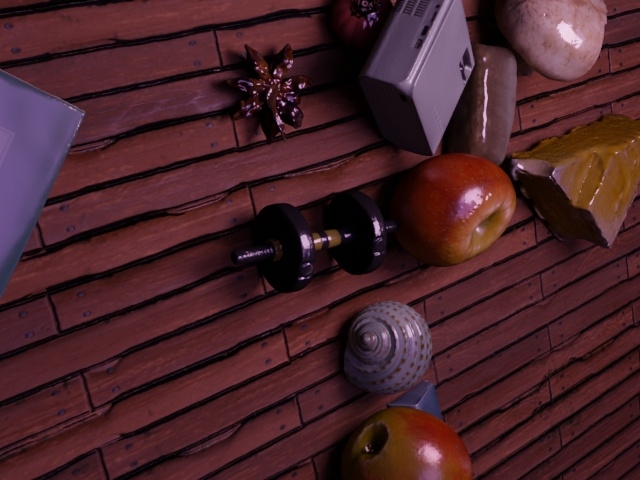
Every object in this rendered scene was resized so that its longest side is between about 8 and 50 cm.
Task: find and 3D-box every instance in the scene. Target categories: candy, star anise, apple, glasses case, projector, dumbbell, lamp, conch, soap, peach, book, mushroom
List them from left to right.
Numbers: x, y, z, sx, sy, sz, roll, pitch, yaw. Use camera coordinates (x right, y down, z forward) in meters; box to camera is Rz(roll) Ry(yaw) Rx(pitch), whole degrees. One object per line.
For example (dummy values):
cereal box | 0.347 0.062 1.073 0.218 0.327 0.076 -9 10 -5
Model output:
book | -0.485 -0.054 0.970 0.264 0.031 0.379 29 78 -35
star anise | -0.080 -0.238 1.230 0.168 0.057 0.167 4 84 -35
dumbbell | 0.000 0.000 1.259 0.326 0.143 0.143 -12 102 -34
lamp | 0.071 -0.373 1.297 0.108 0.092 0.107 0 77 -1
conch | 0.137 0.197 1.390 0.200 0.131 0.172 14 87 -35
peach | 0.152 0.412 1.375 0.231 0.231 0.230 -5 98 -36
projector | 0.166 -0.288 1.312 0.198 0.108 0.250 -64 156 -11
glasses case | 0.216 0.416 1.520 0.105 0.056 0.266 -26 110 -30
apple | 0.234 -0.061 1.399 0.235 0.173 0.210 0 124 -49
candy | 0.304 -0.253 1.476 0.104 0.102 0.233 -3 96 -36
mushroom | 0.414 -0.425 1.490 0.189 0.195 0.253 27 46 -24
soap | 0.563 -0.201 1.631 0.304 0.169 0.338 43 70 -42
